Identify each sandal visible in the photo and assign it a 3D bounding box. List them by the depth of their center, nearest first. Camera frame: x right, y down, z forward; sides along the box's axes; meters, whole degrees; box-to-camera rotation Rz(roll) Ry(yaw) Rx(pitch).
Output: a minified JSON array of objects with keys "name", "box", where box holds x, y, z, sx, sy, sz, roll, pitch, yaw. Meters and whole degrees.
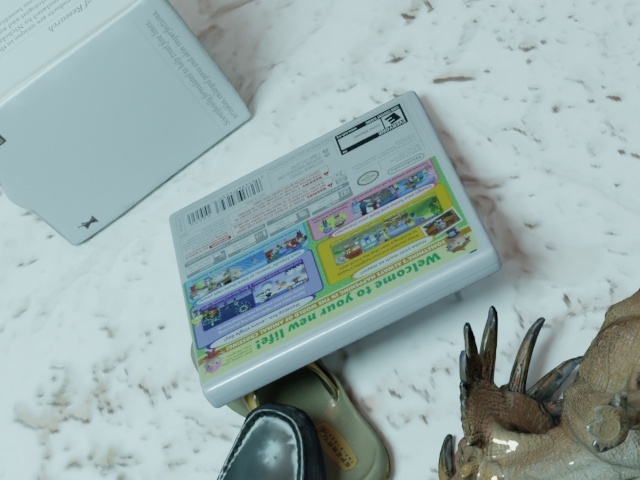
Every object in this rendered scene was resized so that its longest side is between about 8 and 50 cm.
[{"name":"sandal","box":[-0.024,0.106,0.836,0.072,0.049,0.180,-45,58,-4]}]

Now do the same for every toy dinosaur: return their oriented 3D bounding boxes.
[{"name":"toy dinosaur","box":[0.194,0.077,0.734,0.296,0.127,0.200,-31,20,-14]}]

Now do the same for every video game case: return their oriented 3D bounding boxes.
[{"name":"video game case","box":[0.000,0.000,0.862,0.212,0.023,0.193,-27,41,7]}]

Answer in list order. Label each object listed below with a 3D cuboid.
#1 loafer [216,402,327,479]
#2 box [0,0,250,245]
[{"name":"loafer","box":[-0.048,0.210,0.762,0.076,0.078,0.223,7,77,23]},{"name":"box","box":[-0.181,-0.120,0.930,0.182,0.181,0.119,-36,59,1]}]
